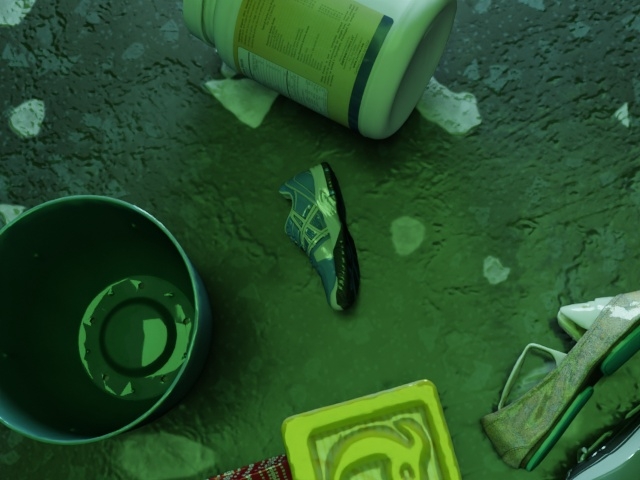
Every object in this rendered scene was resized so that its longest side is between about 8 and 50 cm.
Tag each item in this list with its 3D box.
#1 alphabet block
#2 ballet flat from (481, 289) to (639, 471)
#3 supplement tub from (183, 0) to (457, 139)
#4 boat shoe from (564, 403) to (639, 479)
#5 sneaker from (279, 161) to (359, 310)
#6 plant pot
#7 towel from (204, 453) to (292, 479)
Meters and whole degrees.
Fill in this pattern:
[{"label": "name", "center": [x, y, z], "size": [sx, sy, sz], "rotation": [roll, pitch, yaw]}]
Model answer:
[{"label": "alphabet block", "center": [0.074, 0.287, 1.100], "size": [0.192, 0.197, 0.194], "rotation": [-18, 77, 4]}, {"label": "ballet flat", "center": [0.322, 0.148, 1.151], "size": [0.316, 0.107, 0.106], "rotation": [-46, 63, -4]}, {"label": "supplement tub", "center": [-0.002, -0.299, 1.220], "size": [0.316, 0.228, 0.228], "rotation": [28, 83, 12]}, {"label": "boat shoe", "center": [0.358, 0.289, 1.102], "size": [0.113, 0.105, 0.306], "rotation": [45, 78, -3]}, {"label": "sneaker", "center": [0.000, 0.000, 1.239], "size": [0.081, 0.080, 0.211], "rotation": [-16, 67, 10]}, {"label": "plant pot", "center": [-0.271, 0.111, 1.162], "size": [0.292, 0.235, 0.293], "rotation": [-1, 78, 6]}, {"label": "towel", "center": [-0.134, 0.402, 1.133], "size": [0.274, 0.031, 0.199], "rotation": [-17, 91, -13]}]
